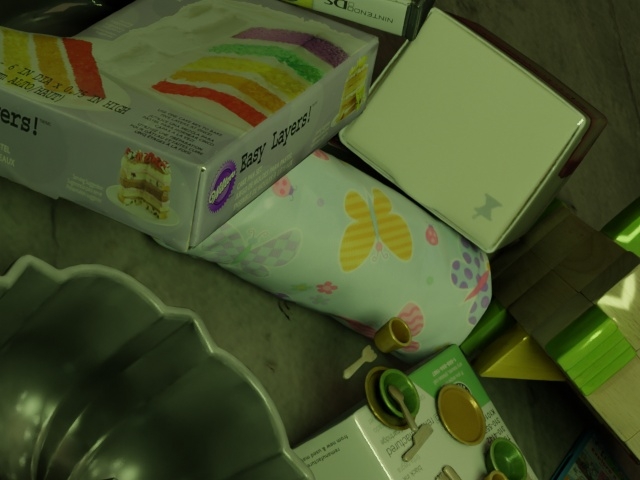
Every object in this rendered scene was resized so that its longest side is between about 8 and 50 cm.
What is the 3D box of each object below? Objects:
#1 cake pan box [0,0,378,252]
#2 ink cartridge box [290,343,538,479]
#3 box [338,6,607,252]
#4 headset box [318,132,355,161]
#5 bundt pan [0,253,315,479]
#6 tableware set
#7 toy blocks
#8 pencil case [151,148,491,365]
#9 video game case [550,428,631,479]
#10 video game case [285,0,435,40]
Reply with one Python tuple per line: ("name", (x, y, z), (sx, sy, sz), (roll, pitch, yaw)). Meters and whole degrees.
("cake pan box", (-0.131, -0.111, 1.221), (0.267, 0.070, 0.246), (23, 31, 20))
("ink cartridge box", (0.089, 0.208, 1.335), (0.219, 0.092, 0.160), (58, 36, 2))
("box", (0.128, -0.089, 1.466), (0.148, 0.127, 0.232), (37, 10, 8))
("headset box", (-0.007, -0.086, 1.460), (0.032, 0.062, 0.083), (22, 50, -38))
("bundt pan", (-0.149, 0.182, 1.056), (0.331, 0.124, 0.331), (29, 45, -34))
("tableware set", (0.086, 0.123, 1.296), (0.154, 0.024, 0.104), (52, 37, -3))
("toy blocks", (0.265, 0.119, 1.474), (0.261, 0.191, 0.381), (49, 3, -10))
("pencil case", (0.000, 0.000, 1.363), (0.273, 0.124, 0.113), (27, 64, -34))
("video game case", (0.228, 0.244, 1.536), (0.119, 0.015, 0.166), (54, 37, -5))
("video game case", (-0.008, -0.267, 1.424), (0.248, 0.035, 0.275), (18, 40, 8))
